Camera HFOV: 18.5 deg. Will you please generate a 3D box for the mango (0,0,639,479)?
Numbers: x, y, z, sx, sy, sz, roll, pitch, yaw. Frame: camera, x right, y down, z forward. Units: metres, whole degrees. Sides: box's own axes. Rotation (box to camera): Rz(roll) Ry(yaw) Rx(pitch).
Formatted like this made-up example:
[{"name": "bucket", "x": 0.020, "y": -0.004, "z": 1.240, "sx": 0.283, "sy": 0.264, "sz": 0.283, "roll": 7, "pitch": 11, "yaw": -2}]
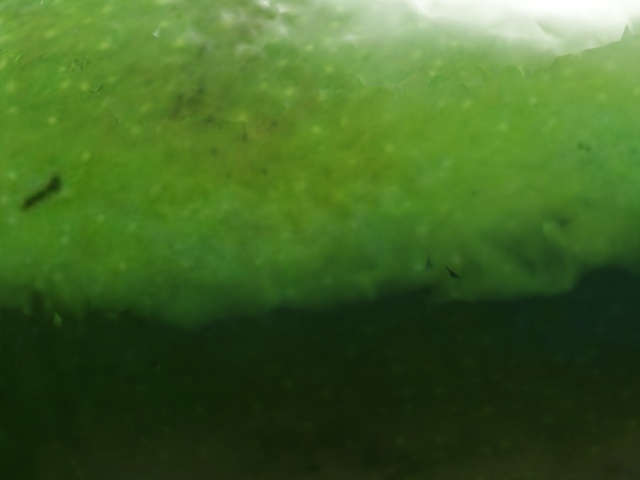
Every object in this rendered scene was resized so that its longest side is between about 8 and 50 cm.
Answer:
[{"name": "mango", "x": 0.000, "y": 0.000, "z": 0.524, "sx": 0.201, "sy": 0.382, "sz": 0.225, "roll": -10, "pitch": 87, "yaw": -70}]
